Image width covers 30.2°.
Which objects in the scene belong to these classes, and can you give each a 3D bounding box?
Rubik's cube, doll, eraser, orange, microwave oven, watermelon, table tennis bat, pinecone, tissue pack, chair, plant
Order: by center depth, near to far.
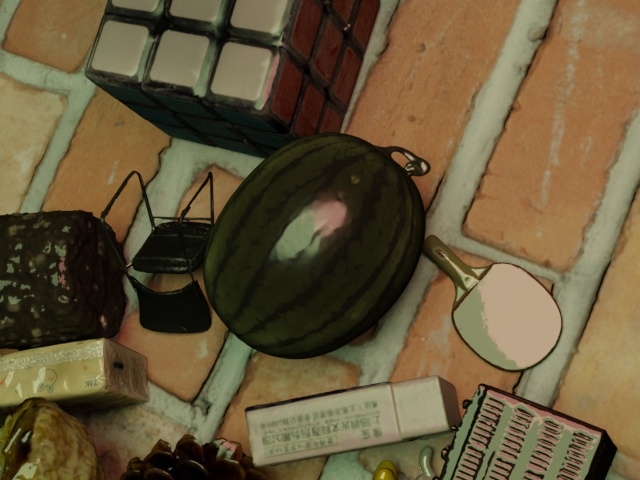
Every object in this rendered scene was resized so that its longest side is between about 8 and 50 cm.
[{"bbox_3d":[0.261,0.303,1.530,0.188,0.247,0.178,17,81,20],"label":"microwave oven"},{"bbox_3d":[-0.196,0.410,1.644,0.246,0.292,0.246,7,113,18],"label":"pinecone"},{"bbox_3d":[0.126,0.368,1.664,0.113,0.071,0.135,-19,78,-5],"label":"doll"},{"bbox_3d":[0.000,0.000,1.668,0.279,0.279,0.359,42,99,22],"label":"watermelon"},{"bbox_3d":[0.048,0.255,1.675,0.287,0.130,0.086,-13,76,15],"label":"eraser"},{"bbox_3d":[0.238,0.081,1.710,0.138,0.022,0.246,-46,70,3],"label":"table tennis bat"},{"bbox_3d":[-0.430,0.396,1.732,0.368,0.210,0.271,-36,28,41],"label":"orange"},{"bbox_3d":[-0.121,-0.306,1.773,0.301,0.305,0.304,13,80,22],"label":"Rubik's cube"},{"bbox_3d":[-0.383,0.214,1.820,0.196,0.148,0.092,-9,71,18],"label":"tissue pack"},{"bbox_3d":[-0.229,0.018,1.842,0.140,0.221,0.145,2,36,20],"label":"chair"},{"bbox_3d":[-0.476,0.070,1.854,0.312,0.213,0.215,-11,78,19],"label":"plant"}]

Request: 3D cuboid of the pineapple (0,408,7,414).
[{"bbox_3d":[-0.584,0.282,1.902,0.237,0.111,0.119,-32,38,19],"label":"pineapple"}]
